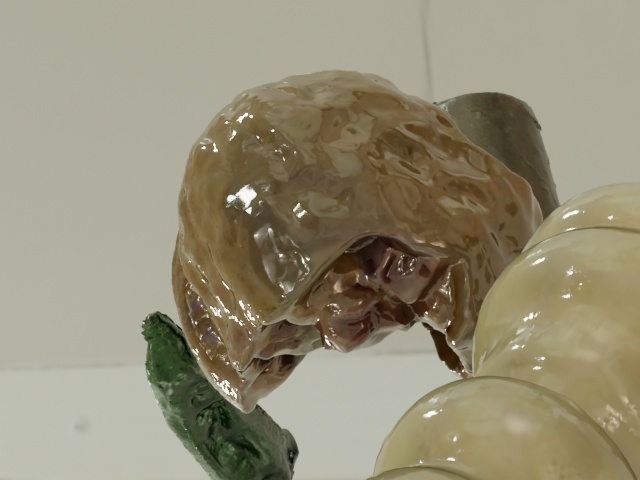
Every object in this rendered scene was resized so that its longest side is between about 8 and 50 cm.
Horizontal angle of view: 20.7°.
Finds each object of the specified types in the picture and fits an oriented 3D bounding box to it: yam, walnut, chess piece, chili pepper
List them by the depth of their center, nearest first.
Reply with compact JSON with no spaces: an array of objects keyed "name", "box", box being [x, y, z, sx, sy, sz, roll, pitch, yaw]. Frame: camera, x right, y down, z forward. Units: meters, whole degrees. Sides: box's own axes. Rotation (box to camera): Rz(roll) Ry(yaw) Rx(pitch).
[{"name":"chess piece","box":[0.096,0.109,0.776,0.300,0.167,0.167,-41,-55,-45]},{"name":"walnut","box":[0.003,-0.012,1.031,0.141,0.238,0.204,24,-122,-65]},{"name":"yam","box":[0.136,0.023,1.224,0.093,0.093,0.259,45,-152,-58]},{"name":"chili pepper","box":[-0.083,0.122,1.327,0.227,0.059,0.088,60,-152,-44]}]
